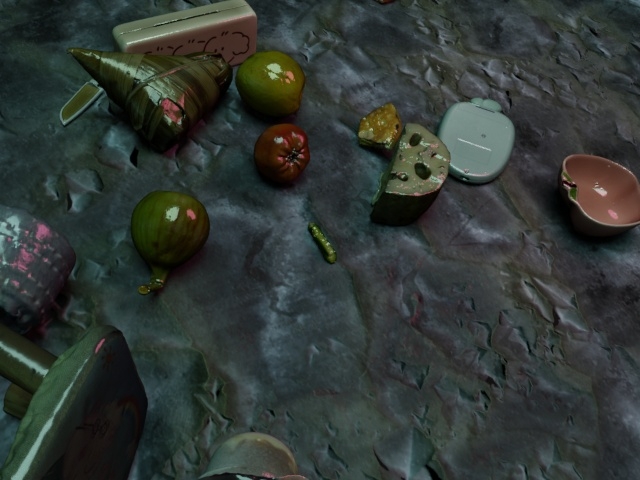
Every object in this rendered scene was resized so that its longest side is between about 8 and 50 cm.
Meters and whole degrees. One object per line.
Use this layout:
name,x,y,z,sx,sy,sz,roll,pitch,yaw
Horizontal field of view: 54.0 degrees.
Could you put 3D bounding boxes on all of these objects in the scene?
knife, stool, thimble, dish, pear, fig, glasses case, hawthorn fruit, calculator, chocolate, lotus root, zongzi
knife,-0.522,-0.349,1.440,0.046,0.022,0.256,23,54,3
stool,-0.397,0.272,0.832,0.226,0.310,0.310,15,52,7
thimble,-0.542,0.047,1.031,0.236,0.205,0.172,16,54,6
dish,0.606,-0.087,1.393,0.213,0.090,0.213,6,53,-8
pear,-0.112,-0.360,1.437,0.162,0.149,0.149,25,54,0
fig,-0.276,0.001,1.166,0.142,0.148,0.187,1,91,-26
glasses case,-0.313,-0.463,1.484,0.336,0.144,0.076,-23,60,-23
hawthorn fruit,-0.084,-0.186,1.342,0.125,0.140,0.125,2,83,-19
calculator,0.373,-0.250,1.502,0.183,0.042,0.295,20,54,5
chocolate,-0.097,0.351,0.907,0.221,0.221,0.147,11,39,-1
lotus root,0.192,-0.132,1.340,0.138,0.119,0.235,22,52,8
zongzi,-0.362,-0.375,1.378,0.288,0.134,0.286,39,49,-9

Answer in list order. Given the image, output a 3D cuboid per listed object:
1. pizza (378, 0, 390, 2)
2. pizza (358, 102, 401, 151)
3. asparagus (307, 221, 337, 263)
pizza,0.126,-0.790,1.864,0.262,0.034,0.181,23,54,8
pizza,0.140,-0.260,1.464,0.098,0.036,0.160,-8,45,17
asparagus,0.001,0.000,1.270,0.025,0.021,0.108,-20,60,-21
